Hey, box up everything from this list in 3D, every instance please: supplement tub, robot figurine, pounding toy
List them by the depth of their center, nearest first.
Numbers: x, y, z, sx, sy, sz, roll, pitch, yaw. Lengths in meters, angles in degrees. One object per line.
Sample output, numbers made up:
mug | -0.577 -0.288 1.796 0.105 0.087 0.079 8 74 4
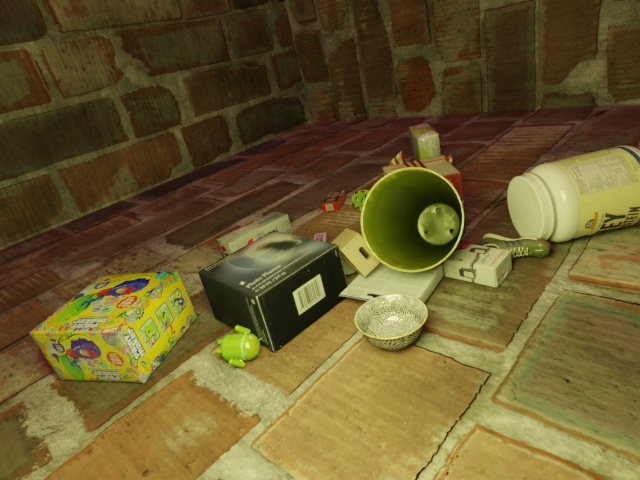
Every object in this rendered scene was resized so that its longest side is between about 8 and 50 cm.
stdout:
robot figurine | -0.204 0.269 1.079 0.115 0.067 0.101 -6 54 17
supplement tub | 0.744 -0.127 1.235 0.325 0.235 0.235 -14 25 0
pounding toy | 0.119 0.032 1.258 0.100 0.141 0.130 -44 18 -4

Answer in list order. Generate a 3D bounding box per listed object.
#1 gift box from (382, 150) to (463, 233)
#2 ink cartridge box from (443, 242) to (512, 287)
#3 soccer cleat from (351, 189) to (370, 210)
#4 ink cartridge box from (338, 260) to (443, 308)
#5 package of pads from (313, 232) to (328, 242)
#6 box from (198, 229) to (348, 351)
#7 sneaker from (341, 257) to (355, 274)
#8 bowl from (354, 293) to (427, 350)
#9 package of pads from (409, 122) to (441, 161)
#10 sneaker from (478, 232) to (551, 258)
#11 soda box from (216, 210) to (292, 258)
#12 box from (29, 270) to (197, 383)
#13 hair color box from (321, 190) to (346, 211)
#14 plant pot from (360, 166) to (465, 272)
gift box | 0.361 -0.169 1.491 0.256 0.276 0.258 -7 24 2
ink cartridge box | 0.438 0.065 1.191 0.151 0.063 0.109 11 34 43
soccer cleat | 0.255 -0.159 1.765 0.289 0.093 0.121 5 0 44
ink cartridge box | 0.201 0.126 1.201 0.224 0.045 0.224 6 31 39
package of pads | 0.000 0.000 1.589 0.050 0.031 0.083 -12 25 10
box | -0.135 0.122 1.226 0.294 0.182 0.296 12 34 45
sneaker | 0.103 0.051 1.366 0.258 0.094 0.091 -10 8 -28
bowl | 0.170 0.206 1.010 0.170 0.080 0.170 -11 25 5
package of pads | 0.488 -0.410 1.975 0.101 0.229 0.296 -10 25 7
sneaker | 0.542 0.032 1.219 0.192 0.064 0.086 11 42 42
soda box | -0.254 -0.017 1.683 0.286 0.091 0.098 -30 29 -32
box | -0.563 0.237 1.206 0.290 0.176 0.279 -5 27 18
hair color box | 0.062 -0.177 1.919 0.072 0.043 0.141 -4 26 22
plant pot | 0.300 -0.053 1.232 0.275 0.274 0.294 1 0 29
